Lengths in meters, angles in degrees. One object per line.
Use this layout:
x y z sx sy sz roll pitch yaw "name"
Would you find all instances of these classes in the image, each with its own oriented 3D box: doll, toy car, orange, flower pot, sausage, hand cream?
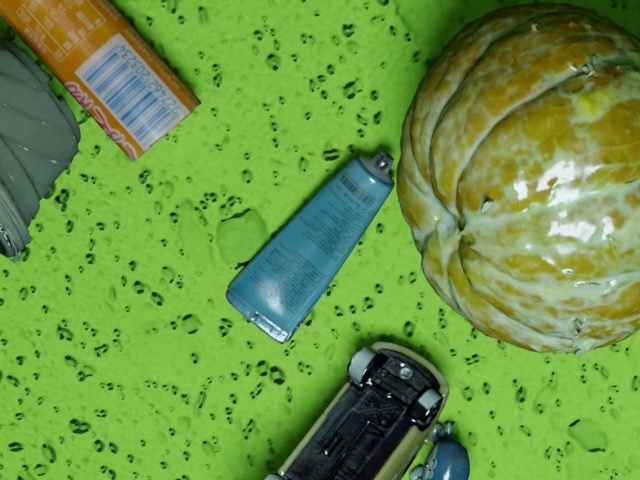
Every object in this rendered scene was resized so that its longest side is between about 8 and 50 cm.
0.124 0.224 1.833 0.050 0.083 0.076 17 97 -4 "doll"
0.026 0.227 1.809 0.101 0.124 0.256 32 71 19 "toy car"
0.206 -0.055 1.660 0.249 0.329 0.329 -22 98 -23 "orange"
-0.323 -0.105 1.760 0.140 0.235 0.235 -40 95 -16 "flower pot"
-0.253 -0.220 1.783 0.093 0.093 0.312 -42 94 9 "sausage"
0.000 0.000 1.829 0.083 0.048 0.224 40 106 -2 "hand cream"
